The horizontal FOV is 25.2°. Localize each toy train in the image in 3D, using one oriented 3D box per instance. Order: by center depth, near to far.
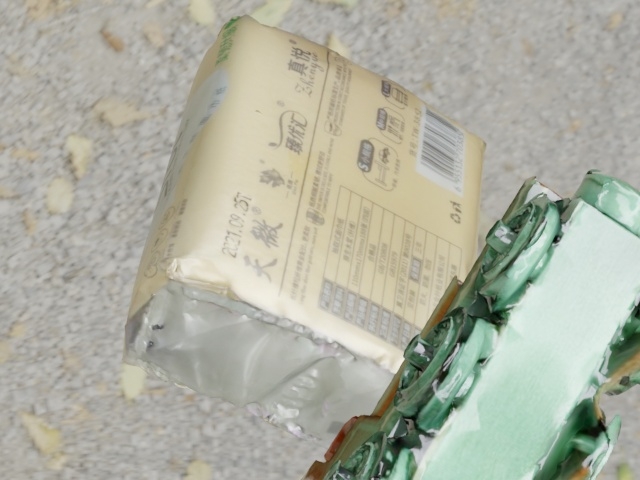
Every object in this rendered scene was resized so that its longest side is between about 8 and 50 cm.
[{"bbox_3d":[0.049,0.058,0.484,0.074,0.118,0.176,33,78,-8],"label":"toy train"}]

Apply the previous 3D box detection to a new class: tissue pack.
[{"bbox_3d":[0.000,0.000,0.771,0.186,0.090,0.222,24,44,-15],"label":"tissue pack"}]
